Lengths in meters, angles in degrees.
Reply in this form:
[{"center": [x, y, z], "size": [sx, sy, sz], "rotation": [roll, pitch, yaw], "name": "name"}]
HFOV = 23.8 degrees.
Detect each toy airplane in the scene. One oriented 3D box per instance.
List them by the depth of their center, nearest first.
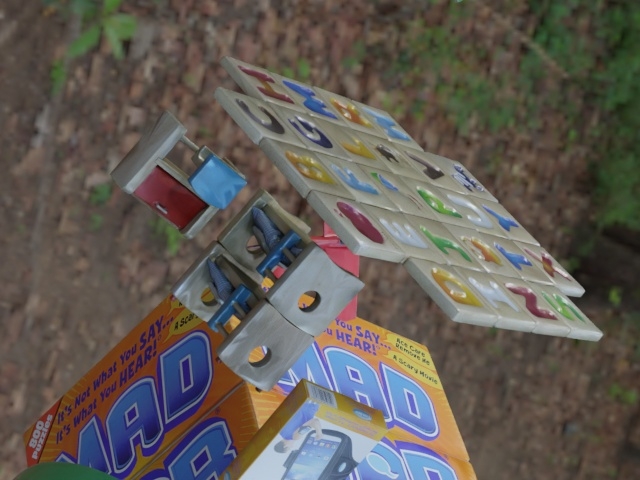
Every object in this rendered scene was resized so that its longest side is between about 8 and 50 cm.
[{"center": [0.000, 0.000, 1.416], "size": [0.151, 0.028, 0.151], "rotation": [4, 82, -26], "name": "toy airplane"}]

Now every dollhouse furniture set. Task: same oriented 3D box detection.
[{"center": [-0.088, 0.011, 1.275], "size": [0.129, 0.129, 0.184], "rotation": [-49, 125, 3], "name": "dollhouse furniture set"}]

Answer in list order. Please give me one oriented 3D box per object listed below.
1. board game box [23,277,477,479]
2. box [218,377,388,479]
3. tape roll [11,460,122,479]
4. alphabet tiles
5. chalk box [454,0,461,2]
[{"center": [-0.068, 0.304, 1.703], "size": [0.356, 0.356, 0.356], "rotation": [25, 123, -39], "name": "board game box"}, {"center": [-0.019, 0.176, 1.205], "size": [0.136, 0.081, 0.028], "rotation": [-53, -150, 22], "name": "box"}, {"center": [-0.178, 0.342, 1.334], "size": [0.077, 0.321, 0.321], "rotation": [-43, 142, -39], "name": "tape roll"}, {"center": [0.072, -0.030, 1.154], "size": [0.011, 0.285, 0.342], "rotation": [-51, 149, 18], "name": "alphabet tiles"}, {"center": [0.138, -0.287, 0.927], "size": [0.289, 0.179, 0.180], "rotation": [-64, 171, 28], "name": "chalk box"}]
